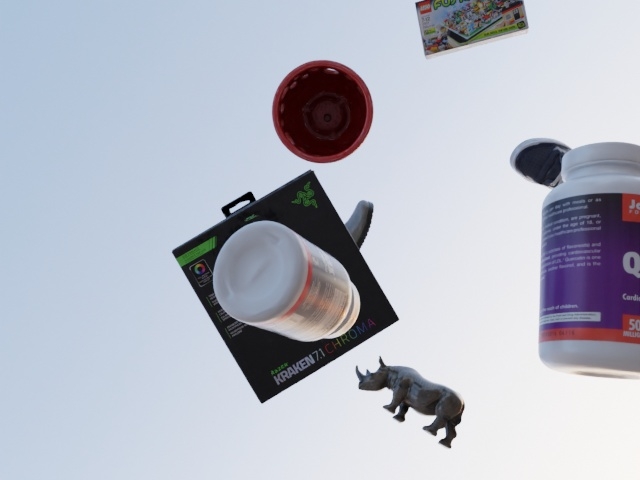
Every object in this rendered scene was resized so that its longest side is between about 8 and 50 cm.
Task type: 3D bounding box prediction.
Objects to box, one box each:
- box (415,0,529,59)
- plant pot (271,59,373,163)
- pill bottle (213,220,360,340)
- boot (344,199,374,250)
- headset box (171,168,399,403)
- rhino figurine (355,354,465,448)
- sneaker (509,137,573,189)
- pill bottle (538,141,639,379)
[{"bbox_3d":[0.302,-0.449,1.283,0.206,0.036,0.114,-11,-91,16],"label":"box"},{"bbox_3d":[0.010,-0.249,1.254,0.191,0.174,0.191,1,-80,5],"label":"plant pot"},{"bbox_3d":[-0.027,0.055,0.711,0.108,0.108,0.180,-55,-31,0],"label":"pill bottle"},{"bbox_3d":[0.000,0.000,1.341,0.161,0.083,0.247,27,-93,-6],"label":"boot"},{"bbox_3d":[-0.059,0.058,0.993,0.246,0.131,0.283,-30,-88,-6],"label":"headset box"},{"bbox_3d":[0.171,0.303,1.258,0.106,0.243,0.073,-54,-33,-21],"label":"rhino figurine"},{"bbox_3d":[0.521,-0.110,1.277,0.282,0.153,0.099,19,-63,-20],"label":"sneaker"},{"bbox_3d":[0.411,0.031,0.919,0.181,0.181,0.323,17,-107,-36],"label":"pill bottle"}]
